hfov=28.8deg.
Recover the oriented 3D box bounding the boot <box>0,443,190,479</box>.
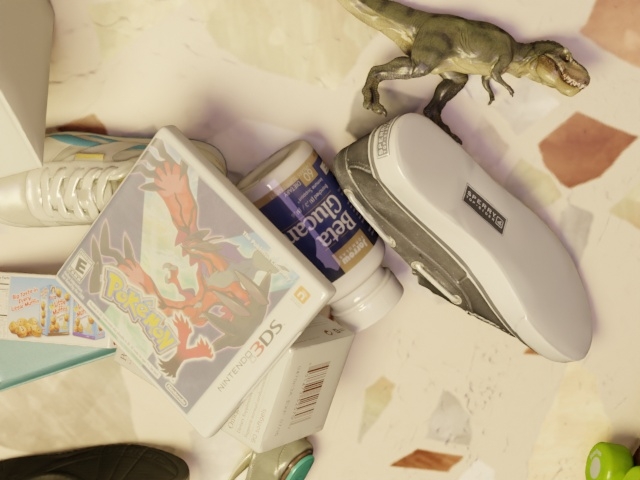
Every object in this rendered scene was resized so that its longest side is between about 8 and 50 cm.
[{"bbox_3d":[-0.230,0.303,1.245,0.236,0.085,0.178,-6,108,11],"label":"boot"}]

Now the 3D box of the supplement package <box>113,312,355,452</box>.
[{"bbox_3d":[-0.079,0.097,1.128,0.179,0.105,0.105,27,109,29],"label":"supplement package"}]

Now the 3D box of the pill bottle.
[{"bbox_3d":[0.000,0.000,1.140,0.094,0.094,0.169,-36,103,12],"label":"pill bottle"}]

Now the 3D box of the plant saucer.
[{"bbox_3d":[-0.245,0.091,1.218,0.192,0.018,0.067,-19,104,7],"label":"plant saucer"}]

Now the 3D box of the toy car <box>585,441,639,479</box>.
[{"bbox_3d":[0.357,0.169,1.159,0.155,0.149,0.188,12,95,-13],"label":"toy car"}]

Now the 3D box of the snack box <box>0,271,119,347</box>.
[{"bbox_3d":[-0.260,0.063,1.162,0.178,0.022,0.064,2,88,29],"label":"snack box"}]

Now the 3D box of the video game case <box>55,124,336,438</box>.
[{"bbox_3d":[-0.111,0.036,1.050,0.201,0.023,0.183,45,114,13],"label":"video game case"}]

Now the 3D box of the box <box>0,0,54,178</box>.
[{"bbox_3d":[-0.416,-0.144,1.031,0.345,0.215,0.168,-14,137,7],"label":"box"}]

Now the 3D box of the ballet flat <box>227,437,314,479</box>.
[{"bbox_3d":[-0.073,0.278,1.248,0.068,0.072,0.213,31,106,22],"label":"ballet flat"}]

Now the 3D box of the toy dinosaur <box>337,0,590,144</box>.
[{"bbox_3d":[0.098,-0.157,1.111,0.268,0.064,0.118,21,96,-2],"label":"toy dinosaur"}]

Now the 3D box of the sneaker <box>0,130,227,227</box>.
[{"bbox_3d":[-0.199,-0.052,1.126,0.229,0.092,0.087,-6,106,-3],"label":"sneaker"}]

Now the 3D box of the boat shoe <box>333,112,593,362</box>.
[{"bbox_3d":[0.131,0.011,1.140,0.301,0.108,0.102,41,140,-24],"label":"boat shoe"}]
